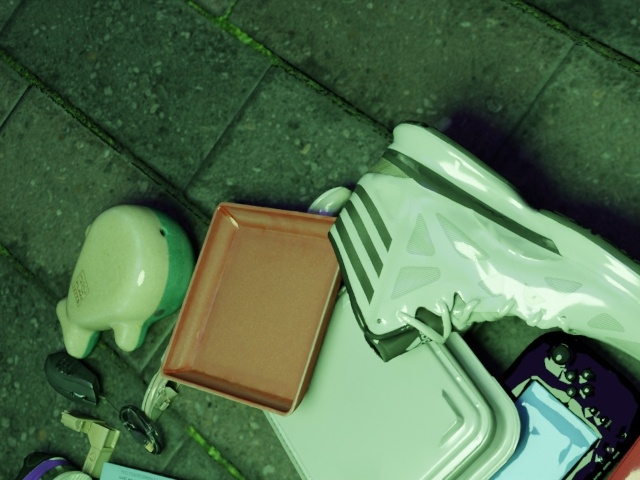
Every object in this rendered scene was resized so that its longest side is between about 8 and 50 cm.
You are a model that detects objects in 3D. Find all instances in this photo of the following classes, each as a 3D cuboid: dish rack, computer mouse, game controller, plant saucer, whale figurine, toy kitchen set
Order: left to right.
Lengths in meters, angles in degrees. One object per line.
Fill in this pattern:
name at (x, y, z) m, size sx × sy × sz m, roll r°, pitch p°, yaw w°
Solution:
toy kitchen set at (-0.350, 0.291, 1.585) m, size 0.083 × 0.068 × 0.075 m, roll 17°, pitch 84°, yaw 28°
computer mouse at (-0.319, 0.238, 1.580) m, size 0.242 × 0.041 × 0.071 m, roll 30°, pitch 131°, yaw 29°
whale figurine at (-0.282, 0.066, 1.596) m, size 0.272 × 0.141 × 0.216 m, roll -46°, pitch 55°, yaw 34°
plant saucer at (-0.077, 0.087, 1.455) m, size 0.258 × 0.048 × 0.259 m, roll 9°, pitch 76°, yaw 43°
dish rack at (0.059, 0.206, 1.373) m, size 0.285 × 0.072 × 0.333 m, roll -47°, pitch 50°, yaw 15°
game controller at (0.240, 0.266, 1.323) m, size 0.166 × 0.067 × 0.319 m, roll 43°, pitch 97°, yaw 27°

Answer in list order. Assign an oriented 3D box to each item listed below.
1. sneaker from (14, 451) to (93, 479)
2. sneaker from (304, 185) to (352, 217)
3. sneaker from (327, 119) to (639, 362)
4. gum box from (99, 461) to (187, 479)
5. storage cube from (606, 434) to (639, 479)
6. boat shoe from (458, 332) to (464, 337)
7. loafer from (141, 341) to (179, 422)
sneaker at (-0.433, 0.436, 1.576) m, size 0.146 × 0.102 × 0.293 m, roll 26°, pitch 90°, yaw 39°
sneaker at (0.000, 0.000, 1.511) m, size 0.161 × 0.057 × 0.075 m, roll -46°, pitch 66°, yaw 12°
sneaker at (0.201, 0.078, 1.288) m, size 0.447 × 0.169 × 0.257 m, roll 36°, pitch 85°, yaw 19°
gum box at (-0.248, 0.414, 1.521) m, size 0.157 × 0.041 × 0.184 m, roll 7°, pitch 79°, yaw 26°
storage cube at (0.429, 0.268, 1.172) m, size 0.215 × 0.184 × 0.193 m, roll 37°, pitch 95°, yaw 27°
boat shoe at (0.178, 0.033, 1.420) m, size 0.063 × 0.066 × 0.184 m, roll 14°, pitch 92°, yaw 26°
loafer at (-0.215, 0.202, 1.562) m, size 0.039 × 0.045 × 0.125 m, roll 19°, pitch 82°, yaw 21°
